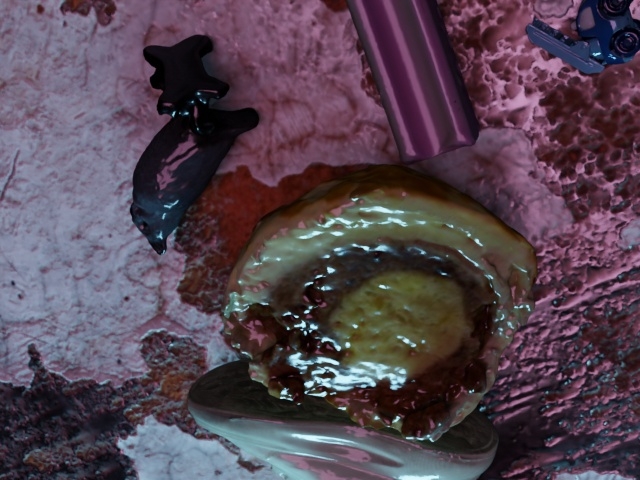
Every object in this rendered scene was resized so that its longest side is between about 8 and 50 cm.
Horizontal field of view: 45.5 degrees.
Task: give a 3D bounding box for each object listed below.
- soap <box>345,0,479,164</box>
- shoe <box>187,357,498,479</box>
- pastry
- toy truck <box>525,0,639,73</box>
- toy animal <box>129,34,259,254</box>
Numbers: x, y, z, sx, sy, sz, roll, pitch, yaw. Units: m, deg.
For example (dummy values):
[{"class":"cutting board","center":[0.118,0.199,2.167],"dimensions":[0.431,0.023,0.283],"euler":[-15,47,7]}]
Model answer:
[{"class":"soap","center":[0.075,-0.173,0.659],"dimensions":[0.065,0.122,0.203],"euler":[-18,101,18]},{"class":"shoe","center":[0.017,0.228,0.796],"dimensions":[0.316,0.124,0.159],"euler":[8,114,13]},{"class":"pastry","center":[0.053,0.033,0.693],"dimensions":[0.256,0.170,0.237],"euler":[19,117,-6]},{"class":"toy truck","center":[0.226,-0.181,0.655],"dimensions":[0.090,0.056,0.073],"euler":[-11,109,31]},{"class":"toy animal","center":[-0.132,-0.089,0.777],"dimensions":[0.117,0.121,0.210],"euler":[-5,132,-28]}]
